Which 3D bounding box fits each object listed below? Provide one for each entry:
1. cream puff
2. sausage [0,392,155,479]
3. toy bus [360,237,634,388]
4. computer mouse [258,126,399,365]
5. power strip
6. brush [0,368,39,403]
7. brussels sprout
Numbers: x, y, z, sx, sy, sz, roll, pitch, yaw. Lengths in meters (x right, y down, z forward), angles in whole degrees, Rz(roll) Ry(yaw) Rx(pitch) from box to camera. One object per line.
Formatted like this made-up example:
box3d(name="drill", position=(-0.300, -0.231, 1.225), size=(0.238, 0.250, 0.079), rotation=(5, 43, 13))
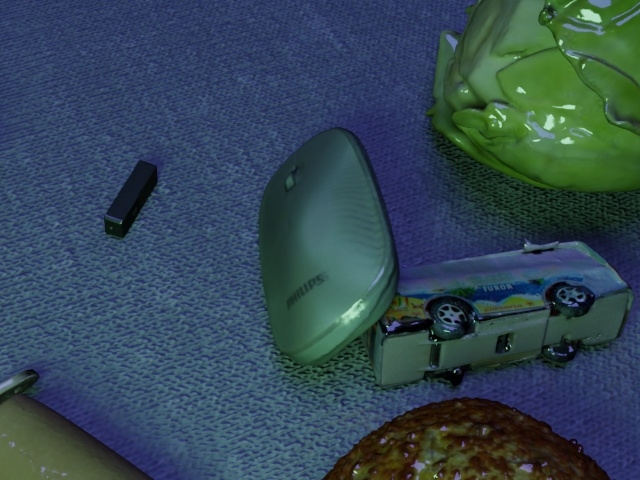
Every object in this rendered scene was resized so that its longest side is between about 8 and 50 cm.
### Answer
box3d(name="cream puff", position=(0.147, 0.294, 0.943), size=(0.350, 0.229, 0.351), rotation=(2, 52, -2))
box3d(name="sausage", position=(-0.254, 0.254, 0.993), size=(0.252, 0.123, 0.123), rotation=(29, 54, 16))
box3d(name="toy bus", position=(0.206, 0.082, 1.195), size=(0.316, 0.113, 0.138), rotation=(-8, 43, -14))
box3d(name="computer mouse", position=(-0.005, -0.003, 1.186), size=(0.095, 0.197, 0.331), rotation=(31, 31, -36))
box3d(name="power strip", position=(-0.245, -0.054, 1.290), size=(0.029, 0.038, 0.111), rotation=(19, 53, 7))
box3d(name="brush", position=(-0.428, 0.232, 1.038), size=(0.312, 0.072, 0.067), rotation=(-30, 83, -30))
box3d(name="brussels sprout", position=(0.369, -0.221, 1.307), size=(0.361, 0.425, 0.343), rotation=(24, 95, -15))
